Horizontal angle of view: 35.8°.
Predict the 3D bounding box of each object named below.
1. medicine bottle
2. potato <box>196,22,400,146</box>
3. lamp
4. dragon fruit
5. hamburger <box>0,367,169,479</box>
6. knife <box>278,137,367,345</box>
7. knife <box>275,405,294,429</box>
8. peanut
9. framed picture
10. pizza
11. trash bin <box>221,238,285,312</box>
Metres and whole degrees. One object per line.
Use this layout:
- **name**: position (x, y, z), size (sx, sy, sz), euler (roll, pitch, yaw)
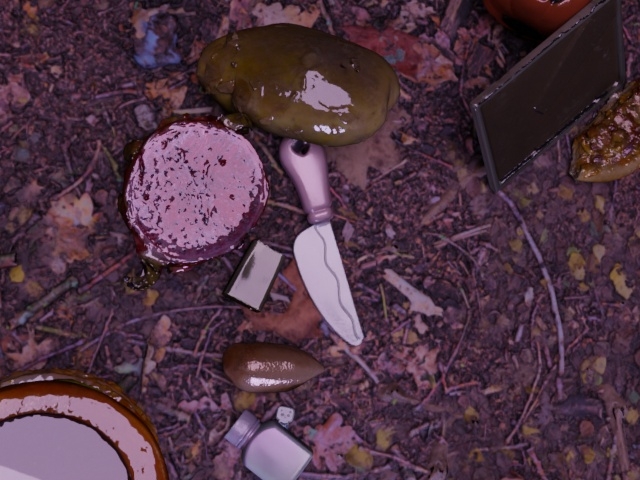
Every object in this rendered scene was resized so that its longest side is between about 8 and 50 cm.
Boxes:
- **medicine bottle**: position (-0.076, 0.297, 1.416), size (0.118, 0.055, 0.074), euler (37, 88, 2)
- **potato**: position (-0.032, -0.230, 1.426), size (0.296, 0.141, 0.191), euler (9, 49, 0)
- **lamp**: position (0.346, -0.391, 1.509), size (0.188, 0.187, 0.163), euler (27, 91, -9)
- **dragon fruit**: position (-0.192, -0.061, 1.390), size (0.211, 0.147, 0.282), euler (32, 88, -12)
- **hamburger**: position (-0.352, 0.325, 1.261), size (0.330, 0.250, 0.329), euler (2, 84, -16)
- **knife**: position (-0.003, 0.000, 1.475), size (0.081, 0.043, 0.335), euler (-13, 90, -8)
- **knife**: position (-0.059, 0.291, 1.450), size (0.027, 0.010, 0.096), euler (13, 83, -9)
- **peanut**: position (-0.067, 0.182, 1.425), size (0.152, 0.076, 0.076), euler (8, 84, -16)
- **framed picture**: position (0.351, -0.224, 1.497), size (0.289, 0.213, 0.016), euler (-40, 53, -9)
- **pizza**: position (0.494, -0.178, 1.589), size (0.246, 0.058, 0.127), euler (-34, 92, -15)
- **trash bin**: position (-0.096, 0.052, 1.448), size (0.061, 0.043, 0.092), euler (29, 76, -9)
